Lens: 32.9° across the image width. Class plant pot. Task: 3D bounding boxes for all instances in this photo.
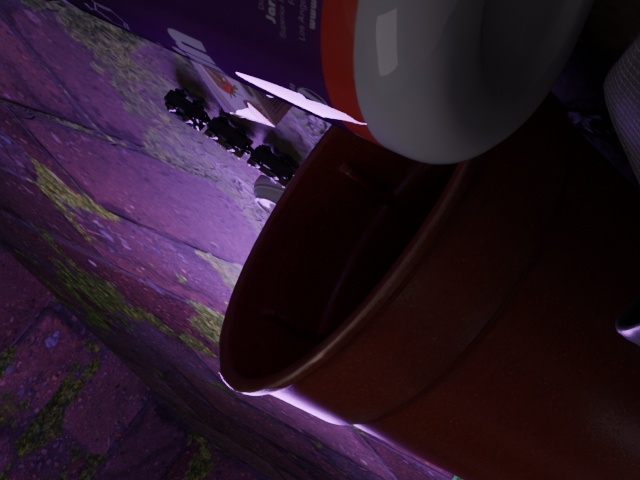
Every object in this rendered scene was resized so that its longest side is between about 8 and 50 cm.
[{"bbox_3d":[0.120,0.042,0.697,0.265,0.272,0.272,34,164,-18],"label":"plant pot"}]

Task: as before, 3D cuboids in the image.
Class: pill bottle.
[{"bbox_3d":[-0.031,-0.173,0.536,0.323,0.181,0.181,27,159,29],"label":"pill bottle"}]

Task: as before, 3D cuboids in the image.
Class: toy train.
[{"bbox_3d":[-0.089,-0.099,1.071,0.158,0.027,0.036,34,165,12],"label":"toy train"}]

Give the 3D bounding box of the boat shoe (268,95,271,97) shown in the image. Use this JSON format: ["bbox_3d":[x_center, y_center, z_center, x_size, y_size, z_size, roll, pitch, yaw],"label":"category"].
[{"bbox_3d":[0.004,-0.134,0.701,0.081,0.069,0.227,40,154,-16],"label":"boat shoe"}]

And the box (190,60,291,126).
[{"bbox_3d":[-0.102,-0.212,0.760,0.063,0.067,0.324,21,157,40],"label":"box"}]

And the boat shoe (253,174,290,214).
[{"bbox_3d":[0.000,0.000,1.087,0.184,0.063,0.066,34,162,10],"label":"boat shoe"}]

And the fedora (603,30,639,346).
[{"bbox_3d":[0.204,-0.067,0.343,0.124,0.275,0.243,64,-161,6],"label":"fedora"}]

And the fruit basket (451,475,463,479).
[{"bbox_3d":[0.318,0.426,1.382,0.353,0.165,0.327,44,161,-29],"label":"fruit basket"}]
